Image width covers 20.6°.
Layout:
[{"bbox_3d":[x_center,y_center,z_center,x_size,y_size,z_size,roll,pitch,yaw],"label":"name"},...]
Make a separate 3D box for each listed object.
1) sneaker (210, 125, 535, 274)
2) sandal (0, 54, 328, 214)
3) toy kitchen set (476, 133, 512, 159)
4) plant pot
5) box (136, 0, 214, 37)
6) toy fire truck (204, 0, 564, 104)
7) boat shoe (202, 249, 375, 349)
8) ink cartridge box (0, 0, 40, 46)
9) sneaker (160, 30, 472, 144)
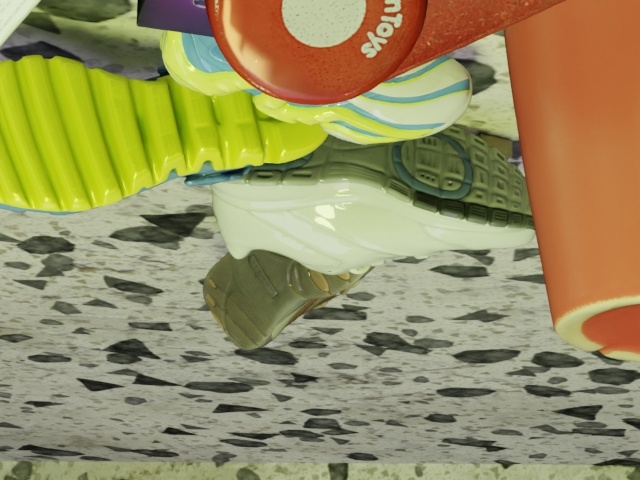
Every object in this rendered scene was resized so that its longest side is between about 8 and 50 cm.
[{"bbox_3d":[0.045,-0.030,1.535,0.297,0.111,0.129,8,134,10],"label":"sneaker"},{"bbox_3d":[-0.152,-0.082,1.385,0.317,0.126,0.138,-5,175,-17],"label":"sandal"},{"bbox_3d":[0.121,-0.046,1.562,0.068,0.083,0.075,11,161,-24],"label":"toy kitchen set"},{"bbox_3d":[0.266,-0.048,1.269,0.274,0.243,0.275,3,163,1],"label":"plant pot"},{"bbox_3d":[0.000,-0.208,1.053,0.184,0.103,0.261,5,162,-13],"label":"box"},{"bbox_3d":[0.034,-0.223,0.814,0.253,0.169,0.302,-24,116,2],"label":"toy fire truck"},{"bbox_3d":[0.000,0.000,1.721,0.116,0.123,0.324,-26,175,-38],"label":"boat shoe"},{"bbox_3d":[-0.225,-0.229,0.978,0.232,0.066,0.189,31,117,-30],"label":"ink cartridge box"},{"bbox_3d":[0.004,-0.137,1.290,0.240,0.091,0.126,7,162,-8],"label":"sneaker"}]
